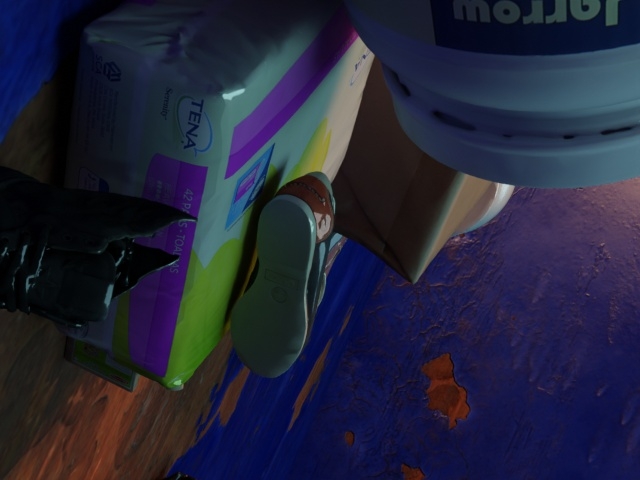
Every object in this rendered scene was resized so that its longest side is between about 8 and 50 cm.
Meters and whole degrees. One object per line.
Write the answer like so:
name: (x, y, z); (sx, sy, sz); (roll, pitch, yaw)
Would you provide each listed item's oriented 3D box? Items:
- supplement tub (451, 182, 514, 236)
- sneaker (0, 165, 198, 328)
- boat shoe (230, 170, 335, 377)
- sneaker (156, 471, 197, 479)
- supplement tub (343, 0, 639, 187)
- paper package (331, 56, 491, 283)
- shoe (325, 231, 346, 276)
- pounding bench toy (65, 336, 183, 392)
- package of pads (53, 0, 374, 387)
supplement tub: (0.201, -0.138, 1.613); (0.228, 0.228, 0.316); (-69, 171, 22)
sneaker: (-0.126, 0.007, 0.440); (0.170, 0.089, 0.051); (-46, 159, -67)
boat shoe: (-0.020, 0.023, 0.609); (0.043, 0.049, 0.137); (-52, 159, -53)
sneaker: (-0.174, 0.311, 1.120); (0.084, 0.058, 0.152); (-63, 178, 24)
supplement tub: (0.108, -0.210, 0.477); (0.235, 0.235, 0.325); (-59, 147, -38)
paper package: (0.139, -0.172, 1.089); (0.325, 0.168, 0.309); (-48, 162, -44)
shoe: (0.000, 0.000, 1.340); (0.178, 0.063, 0.081); (-54, 169, -30)
pounding bench toy: (-0.115, 0.060, 0.687); (0.065, 0.083, 0.052); (-54, 166, -51)
package of pads: (-0.048, -0.077, 0.649); (0.296, 0.101, 0.229); (-55, 167, -48)
